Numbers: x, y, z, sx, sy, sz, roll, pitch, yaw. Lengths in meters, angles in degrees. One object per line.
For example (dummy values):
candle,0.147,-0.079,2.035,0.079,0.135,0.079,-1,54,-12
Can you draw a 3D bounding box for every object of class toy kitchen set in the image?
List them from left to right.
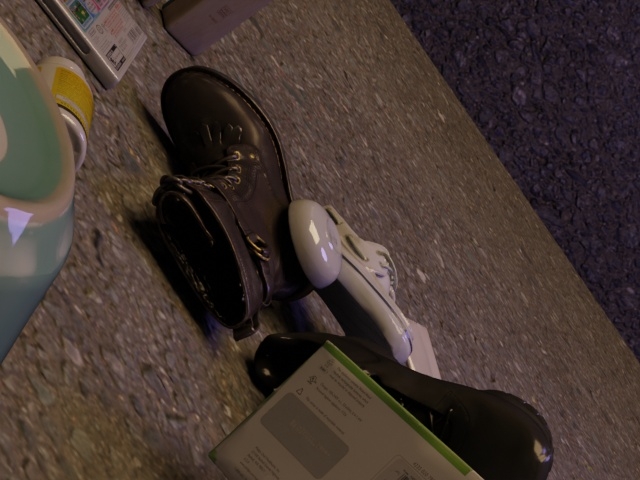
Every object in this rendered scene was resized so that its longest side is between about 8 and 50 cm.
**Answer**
toy kitchen set,-0.159,-0.335,1.812,0.207,0.122,0.166,44,19,-39

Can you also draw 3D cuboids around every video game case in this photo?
video game case,-0.220,-0.220,1.584,0.143,0.019,0.157,52,16,-15

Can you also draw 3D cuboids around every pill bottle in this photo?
pill bottle,-0.203,-0.094,1.285,0.065,0.065,0.116,50,17,-25

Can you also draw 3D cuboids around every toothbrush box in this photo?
toothbrush box,0.077,0.230,1.196,0.206,0.122,0.283,40,-11,45

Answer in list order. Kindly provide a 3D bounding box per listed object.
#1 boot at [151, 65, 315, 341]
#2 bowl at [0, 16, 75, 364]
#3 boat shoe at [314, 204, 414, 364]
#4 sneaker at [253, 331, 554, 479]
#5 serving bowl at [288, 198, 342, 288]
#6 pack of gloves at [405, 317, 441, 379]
boot,-0.089,-0.043,1.487,0.263,0.091,0.229,61,15,7
bowl,-0.239,-0.043,0.849,0.311,0.163,0.311,47,19,-22
boat shoe,0.035,0.029,1.617,0.226,0.075,0.083,48,-24,41
sneaker,0.057,0.146,1.393,0.286,0.109,0.130,17,-3,41
serving bowl,0.000,0.000,1.537,0.083,0.027,0.083,-17,90,-75
pack of gloves,0.080,0.180,1.685,0.195,0.046,0.232,28,42,-61
